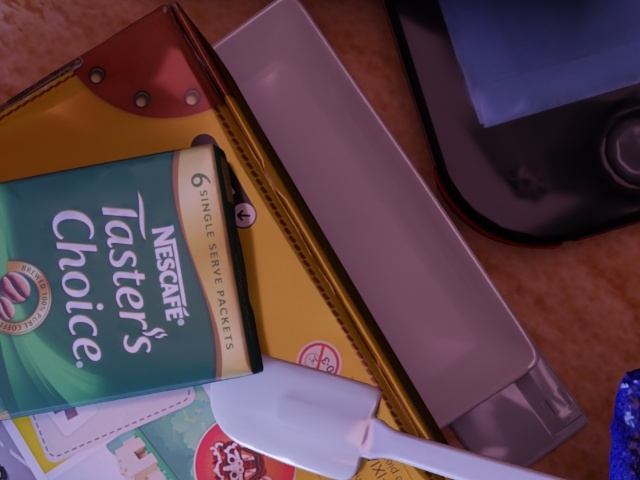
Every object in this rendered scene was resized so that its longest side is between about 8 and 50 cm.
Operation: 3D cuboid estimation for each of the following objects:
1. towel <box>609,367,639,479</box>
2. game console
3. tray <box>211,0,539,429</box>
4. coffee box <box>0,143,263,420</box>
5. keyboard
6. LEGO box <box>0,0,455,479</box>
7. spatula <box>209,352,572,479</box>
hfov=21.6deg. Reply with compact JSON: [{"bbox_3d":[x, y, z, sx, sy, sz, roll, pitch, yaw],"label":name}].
[{"bbox_3d":[0.225,0.192,0.866,0.076,0.308,0.228,-14,71,29],"label":"towel"},{"bbox_3d":[0.193,-0.209,1.039,0.342,0.060,0.387,-17,83,-2],"label":"game console"},{"bbox_3d":[0.000,0.000,1.015,0.145,0.030,0.270,-34,83,5],"label":"tray"},{"bbox_3d":[-0.126,0.024,0.785,0.184,0.040,0.113,-9,86,4],"label":"coffee box"},{"bbox_3d":[0.062,0.027,1.030,0.072,0.014,0.256,-35,83,1],"label":"keyboard"},{"bbox_3d":[-0.100,0.189,0.898,0.372,0.193,0.500,-30,83,2],"label":"LEGO box"},{"bbox_3d":[0.037,0.158,0.762,0.242,0.019,0.168,16,81,18],"label":"spatula"}]
